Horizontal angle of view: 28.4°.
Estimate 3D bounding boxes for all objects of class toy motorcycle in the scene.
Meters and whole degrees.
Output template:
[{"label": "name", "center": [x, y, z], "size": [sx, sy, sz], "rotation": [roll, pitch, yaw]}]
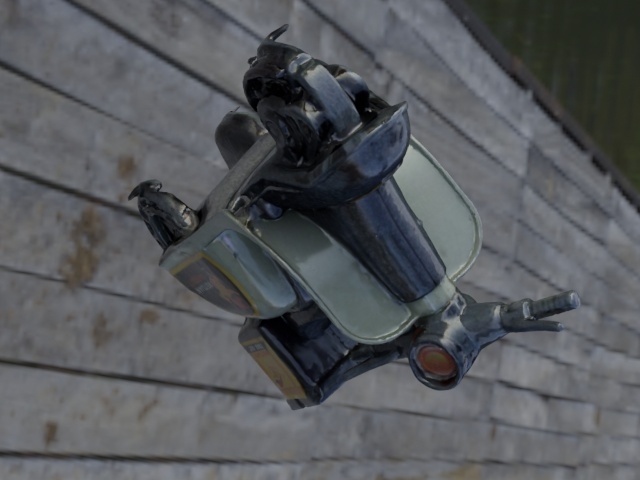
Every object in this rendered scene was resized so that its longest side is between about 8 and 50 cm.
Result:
[{"label": "toy motorcycle", "center": [0.000, 0.000, 0.569], "size": [0.091, 0.263, 0.157], "rotation": [-43, 95, -19]}]
